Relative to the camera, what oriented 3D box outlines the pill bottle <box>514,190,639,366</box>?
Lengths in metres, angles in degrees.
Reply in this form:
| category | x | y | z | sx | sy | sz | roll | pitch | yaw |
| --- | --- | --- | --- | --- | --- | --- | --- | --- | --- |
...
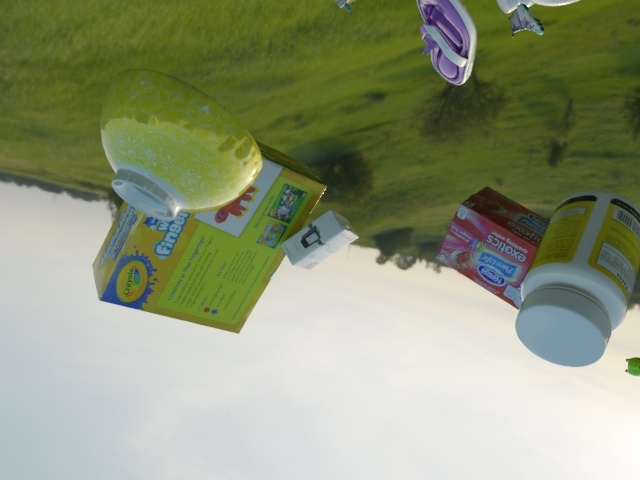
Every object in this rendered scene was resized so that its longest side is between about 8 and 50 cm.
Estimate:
| category | x | y | z | sx | sy | sz | roll | pitch | yaw |
| --- | --- | --- | --- | --- | --- | --- | --- | --- | --- |
| pill bottle | 0.318 | 0.043 | 0.721 | 0.119 | 0.208 | 0.119 | 24 | 141 | 20 |

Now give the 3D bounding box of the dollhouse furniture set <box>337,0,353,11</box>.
| category | x | y | z | sx | sy | sz | roll | pitch | yaw |
| --- | --- | --- | --- | --- | --- | --- | --- | --- | --- |
| dollhouse furniture set | 0.082 | -0.637 | 1.249 | 0.286 | 0.198 | 0.303 | -37 | -173 | -26 |

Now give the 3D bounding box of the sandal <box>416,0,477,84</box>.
| category | x | y | z | sx | sy | sz | roll | pitch | yaw |
| --- | --- | --- | --- | --- | --- | --- | --- | --- | --- |
| sandal | 0.322 | -0.513 | 1.544 | 0.169 | 0.102 | 0.416 | 36 | 178 | 28 |

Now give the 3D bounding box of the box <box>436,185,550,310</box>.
| category | x | y | z | sx | sy | sz | roll | pitch | yaw |
| --- | --- | --- | --- | --- | --- | --- | --- | --- | --- |
| box | 0.356 | 0.028 | 1.052 | 0.256 | 0.128 | 0.122 | 34 | -143 | 24 |

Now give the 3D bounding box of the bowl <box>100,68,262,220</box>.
| category | x | y | z | sx | sy | sz | roll | pitch | yaw |
| --- | --- | --- | --- | --- | --- | --- | --- | --- | --- |
| bowl | -0.258 | -0.127 | 0.992 | 0.289 | 0.156 | 0.289 | 22 | 158 | 9 |

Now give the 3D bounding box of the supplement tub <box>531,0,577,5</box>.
| category | x | y | z | sx | sy | sz | roll | pitch | yaw |
| --- | --- | --- | --- | --- | --- | --- | --- | --- | --- |
| supplement tub | 0.395 | -0.592 | 1.000 | 0.228 | 0.317 | 0.228 | -14 | 159 | -5 |

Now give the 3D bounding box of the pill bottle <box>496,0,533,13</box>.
| category | x | y | z | sx | sy | sz | roll | pitch | yaw |
| --- | --- | --- | --- | --- | --- | --- | --- | --- | --- |
| pill bottle | 0.601 | -0.732 | 1.677 | 0.193 | 0.108 | 0.108 | -30 | 175 | 6 |

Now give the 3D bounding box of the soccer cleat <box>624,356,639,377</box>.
| category | x | y | z | sx | sy | sz | roll | pitch | yaw |
| --- | --- | --- | --- | --- | --- | --- | --- | --- | --- |
| soccer cleat | 0.770 | 0.291 | 1.342 | 0.178 | 0.060 | 0.072 | 5 | 176 | -32 |

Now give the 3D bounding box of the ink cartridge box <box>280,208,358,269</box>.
| category | x | y | z | sx | sy | sz | roll | pitch | yaw |
| --- | --- | --- | --- | --- | --- | --- | --- | --- | --- |
| ink cartridge box | 0.000 | 0.000 | 1.386 | 0.150 | 0.063 | 0.109 | -35 | 160 | 13 |

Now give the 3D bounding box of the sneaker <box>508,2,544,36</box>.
| category | x | y | z | sx | sy | sz | roll | pitch | yaw |
| --- | --- | --- | --- | --- | --- | --- | --- | --- | --- |
| sneaker | 0.489 | -0.512 | 1.418 | 0.038 | 0.098 | 0.069 | -2 | 146 | -39 |

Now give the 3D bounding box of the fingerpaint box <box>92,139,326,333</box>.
| category | x | y | z | sx | sy | sz | roll | pitch | yaw |
| --- | --- | --- | --- | --- | --- | --- | --- | --- | --- |
| fingerpaint box | -0.264 | -0.035 | 1.386 | 0.370 | 0.445 | 0.163 | 20 | -161 | -35 |
